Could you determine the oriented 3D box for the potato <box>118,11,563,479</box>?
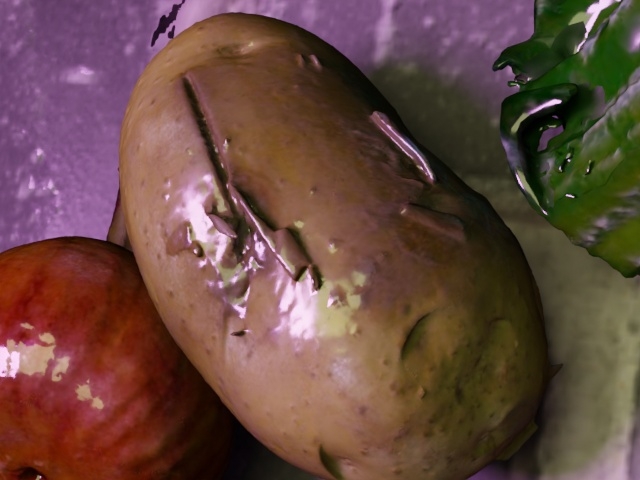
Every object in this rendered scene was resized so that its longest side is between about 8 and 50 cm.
[{"bbox_3d":[0.000,0.000,0.635,0.143,0.169,0.248,-42,64,20],"label":"potato"}]

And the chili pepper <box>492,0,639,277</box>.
[{"bbox_3d":[0.216,-0.168,0.584,0.167,0.213,0.385,25,114,-15],"label":"chili pepper"}]

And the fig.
[{"bbox_3d":[-0.127,0.063,0.700,0.149,0.148,0.202,-13,29,-12],"label":"fig"}]
